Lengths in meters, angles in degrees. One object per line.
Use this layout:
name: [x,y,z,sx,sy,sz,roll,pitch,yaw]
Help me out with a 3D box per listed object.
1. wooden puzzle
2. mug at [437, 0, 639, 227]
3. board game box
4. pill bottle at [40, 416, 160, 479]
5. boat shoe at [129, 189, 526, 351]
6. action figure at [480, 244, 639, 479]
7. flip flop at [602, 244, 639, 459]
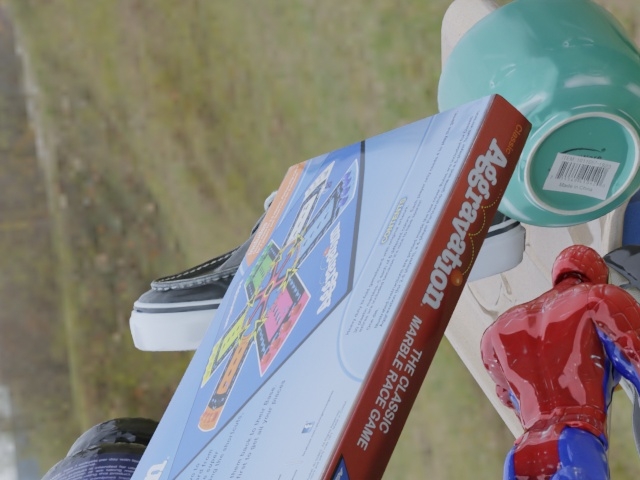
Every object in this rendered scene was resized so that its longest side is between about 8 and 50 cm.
wooden puzzle: [0.195,0.000,1.622,0.322,0.080,0.347,-123,28,-49]
mug: [0.158,-0.079,1.138,0.129,0.158,0.097,54,-170,-37]
board game box: [-0.017,0.070,0.745,0.145,0.027,0.281,-15,41,50]
pill bottle: [-0.119,0.193,1.080,0.219,0.123,0.122,-87,-4,-67]
boat shoe: [0.000,0.000,1.491,0.121,0.335,0.119,-164,60,-69]
action figure: [0.119,0.128,0.806,0.139,0.091,0.280,45,-140,-33]
flip flop: [0.262,0.109,1.330,0.080,0.112,0.277,53,-174,-37]
